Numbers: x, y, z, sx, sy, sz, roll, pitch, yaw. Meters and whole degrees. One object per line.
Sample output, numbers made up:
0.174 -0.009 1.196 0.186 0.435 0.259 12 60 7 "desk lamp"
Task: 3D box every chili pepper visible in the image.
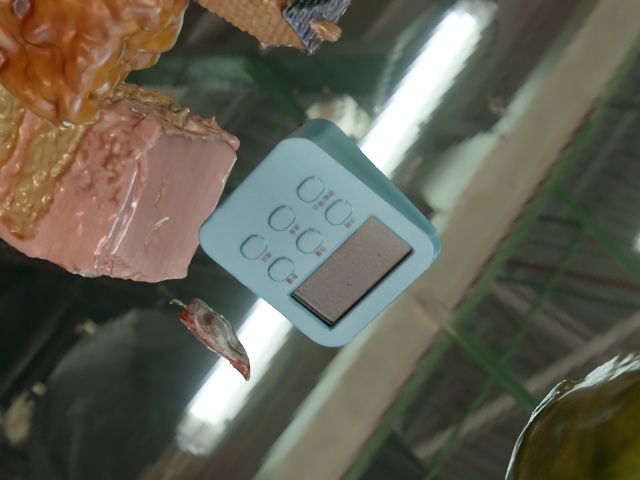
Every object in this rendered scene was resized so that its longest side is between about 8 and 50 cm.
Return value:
-0.140 0.126 2.183 0.050 0.153 0.041 -50 -172 -34 "chili pepper"

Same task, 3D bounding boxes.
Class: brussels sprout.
0.290 0.234 1.366 0.281 0.289 0.354 -39 -161 24 "brussels sprout"

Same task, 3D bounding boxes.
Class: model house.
-0.023 -0.322 1.886 0.166 0.172 0.183 -54 180 -28 "model house"

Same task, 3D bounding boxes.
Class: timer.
0.000 0.000 2.090 0.232 0.250 0.091 -46 180 27 "timer"

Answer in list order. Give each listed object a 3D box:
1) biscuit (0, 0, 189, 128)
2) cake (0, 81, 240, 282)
-0.221 -0.273 1.263 0.318 0.312 0.110 -57 172 31 "biscuit"
-0.335 -0.106 2.464 0.307 0.314 0.293 26 -77 23 "cake"
